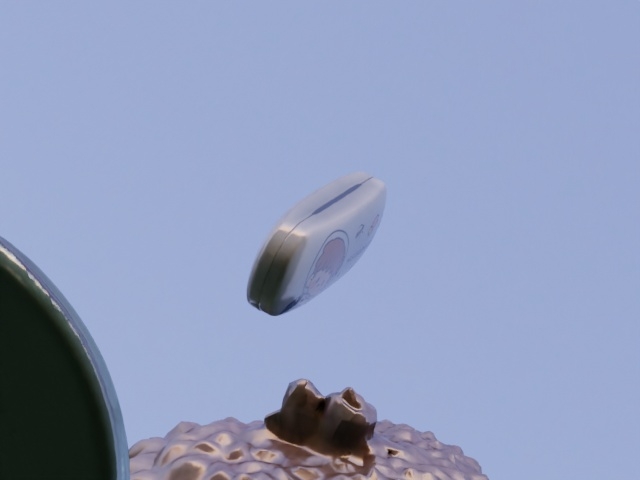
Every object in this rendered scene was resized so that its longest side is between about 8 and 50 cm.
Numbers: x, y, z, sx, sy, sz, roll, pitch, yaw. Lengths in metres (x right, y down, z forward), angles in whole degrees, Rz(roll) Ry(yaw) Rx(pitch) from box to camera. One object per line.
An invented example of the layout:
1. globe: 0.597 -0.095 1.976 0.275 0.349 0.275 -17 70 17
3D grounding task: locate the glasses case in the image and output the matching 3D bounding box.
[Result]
1. glasses case: 0.000 0.000 1.054 0.045 0.178 0.067 28 -66 14

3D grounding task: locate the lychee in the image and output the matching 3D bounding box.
1. lychee: -0.020 0.311 1.202 0.380 0.380 0.432 10 -74 5

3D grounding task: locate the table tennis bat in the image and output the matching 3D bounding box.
1. table tennis bat: -0.122 0.098 0.531 0.149 0.038 0.237 -4 -72 25
